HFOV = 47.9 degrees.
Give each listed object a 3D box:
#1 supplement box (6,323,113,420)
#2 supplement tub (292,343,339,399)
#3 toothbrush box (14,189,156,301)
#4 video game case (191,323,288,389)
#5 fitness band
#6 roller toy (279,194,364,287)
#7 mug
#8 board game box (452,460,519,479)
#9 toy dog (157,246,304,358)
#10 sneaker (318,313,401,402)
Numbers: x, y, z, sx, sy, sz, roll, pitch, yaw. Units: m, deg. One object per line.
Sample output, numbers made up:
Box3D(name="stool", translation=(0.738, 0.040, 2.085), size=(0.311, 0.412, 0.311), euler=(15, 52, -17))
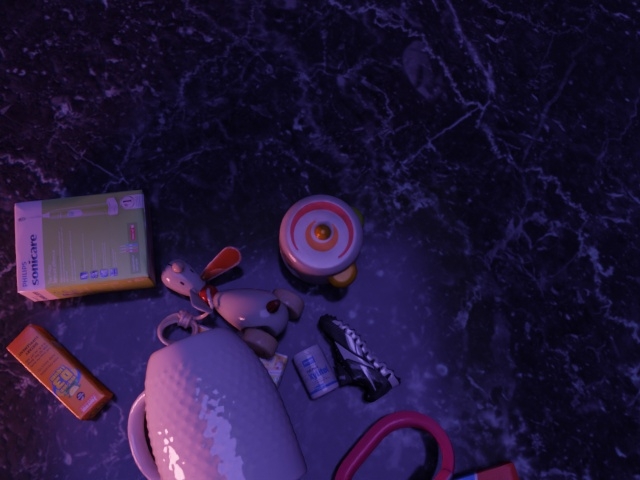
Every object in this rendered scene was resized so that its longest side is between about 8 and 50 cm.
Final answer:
Box3D(name="supplement box", translation=(-0.567, 0.287, 1.572), size=(0.233, 0.080, 0.078), euler=(41, 78, 5))
Box3D(name="supplement tub", translation=(-0.010, 0.295, 1.616), size=(0.071, 0.071, 0.107), euler=(-26, 79, -11))
Box3D(name="toothbrush box", translation=(-0.527, 0.012, 1.628), size=(0.283, 0.122, 0.206), euler=(-7, 76, -7))
Box3D(name="video game case", translation=(-0.210, 0.320, 1.617), size=(0.227, 0.026, 0.206), euler=(19, 74, 2))
Box3D(name="fitness band", translation=(0.159, 0.502, 1.542), size=(0.209, 0.054, 0.291), euler=(33, 71, 34))
Box3D(name="roller toy", translation=(0.000, 0.000, 1.659), size=(0.191, 0.146, 0.209), euler=(10, 75, -1))
Box3D(name="mug", translation=(-0.249, 0.375, 1.468), size=(0.374, 0.276, 0.328), euler=(-27, 79, 27))
Box3D(name="board game box", translation=(0.348, 0.665, 1.543), size=(0.242, 0.064, 0.317), euler=(-15, 76, -8))
Box3D(name="toy dog", translation=(-0.197, 0.126, 1.591), size=(0.333, 0.161, 0.220), euler=(8, 59, -4))
Box3D(name="sneaker", translation=(0.067, 0.271, 1.624), size=(0.106, 0.078, 0.234), euler=(-43, 84, -16))
